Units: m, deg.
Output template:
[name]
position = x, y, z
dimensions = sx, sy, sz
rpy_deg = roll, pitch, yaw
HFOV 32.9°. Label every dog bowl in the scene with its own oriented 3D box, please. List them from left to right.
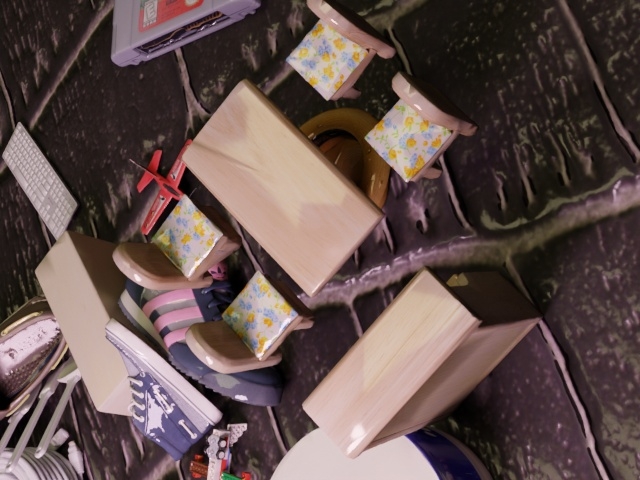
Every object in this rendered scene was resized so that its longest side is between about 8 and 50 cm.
[dog bowl]
position = 0.059, 0.318, 1.123
dimensions = 0.264, 0.104, 0.265
rpy_deg = -13, 69, 37

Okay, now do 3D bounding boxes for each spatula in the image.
[spatula]
position = -0.396, 0.240, 1.512
dimensions = 0.168, 0.019, 0.242
rpy_deg = -31, 22, 23

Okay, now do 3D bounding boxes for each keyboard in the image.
[keyboard]
position = -0.458, -0.099, 1.760
dimensions = 0.072, 0.014, 0.256
rpy_deg = -54, 49, 14

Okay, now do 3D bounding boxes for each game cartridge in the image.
[game cartridge]
position = -0.201, -0.389, 1.604
dimensions = 0.294, 0.060, 0.196
rpy_deg = -15, 64, 37

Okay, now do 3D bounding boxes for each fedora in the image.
[fedora]
position = 0.021, -0.059, 1.290
dimensions = 0.194, 0.079, 0.194
rpy_deg = -15, 64, 34

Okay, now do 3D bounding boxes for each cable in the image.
[cable]
position = -0.427, 0.420, 1.522
dimensions = 0.257, 0.089, 0.257
rpy_deg = -38, 55, 26

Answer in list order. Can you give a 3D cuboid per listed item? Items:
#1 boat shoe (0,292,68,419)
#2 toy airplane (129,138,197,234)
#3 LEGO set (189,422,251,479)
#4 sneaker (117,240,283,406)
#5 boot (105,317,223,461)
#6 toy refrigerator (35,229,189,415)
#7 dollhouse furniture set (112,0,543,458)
[boat shoe]
position = -0.480, 0.209, 1.561
dimensions = 0.324, 0.116, 0.097
rpy_deg = -43, 13, -2
[toy airplane]
position = -0.226, -0.082, 1.544
dimensions = 0.151, 0.028, 0.151
rpy_deg = -15, 66, 36
[LEGO set]
position = -0.129, 0.347, 1.328
dimensions = 0.244, 0.060, 0.182
rpy_deg = -50, 49, 34
[sneaker]
position = -0.144, 0.089, 1.365
dimensions = 0.319, 0.112, 0.131
rpy_deg = 33, 102, 41
[boot]
position = -0.213, 0.186, 1.338
dimensions = 0.086, 0.190, 0.069
rpy_deg = -47, 13, -9
[toy refrigerator]
position = -0.293, 0.116, 1.493
dimensions = 0.094, 0.102, 0.269
rpy_deg = -50, 51, 18
[dollhouse furniture set]
position = 0.000, 0.000, 1.088
dimensions = 0.394, 0.256, 0.362
rpy_deg = 46, 106, 19
